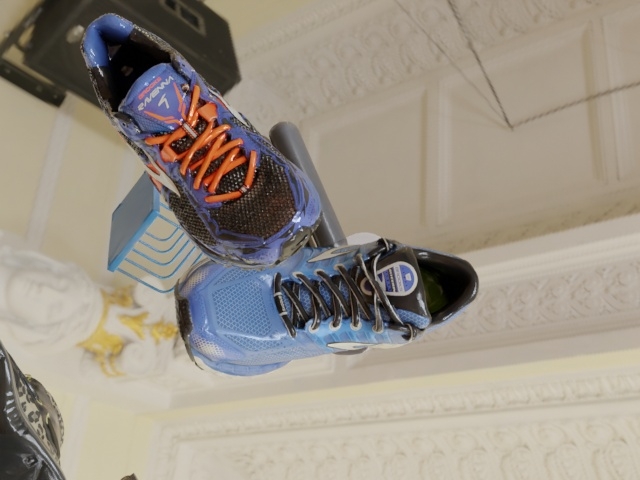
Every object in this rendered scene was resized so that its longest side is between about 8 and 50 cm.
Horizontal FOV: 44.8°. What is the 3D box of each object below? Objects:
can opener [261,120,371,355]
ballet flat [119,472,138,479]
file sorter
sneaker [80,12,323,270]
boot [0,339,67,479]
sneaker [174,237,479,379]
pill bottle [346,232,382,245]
[{"bbox_3d":[0.000,0.000,0.916,0.075,0.095,0.284,-23,-91,19],"label":"can opener"},{"bbox_3d":[-0.319,0.497,1.381,0.058,0.250,0.084,-27,-131,-18],"label":"ballet flat"},{"bbox_3d":[-0.247,-0.018,1.186,0.118,0.104,0.170,-48,-152,16],"label":"file sorter"},{"bbox_3d":[-0.085,-0.063,0.480,0.083,0.087,0.221,-45,-119,-6],"label":"sneaker"},{"bbox_3d":[-0.319,0.150,0.755,0.085,0.237,0.178,-28,-170,-14],"label":"boot"},{"bbox_3d":[0.018,0.046,0.733,0.147,0.329,0.130,-29,-109,50],"label":"sneaker"},{"bbox_3d":[0.081,0.085,1.452,0.121,0.221,0.121,-1,-123,2],"label":"pill bottle"}]
